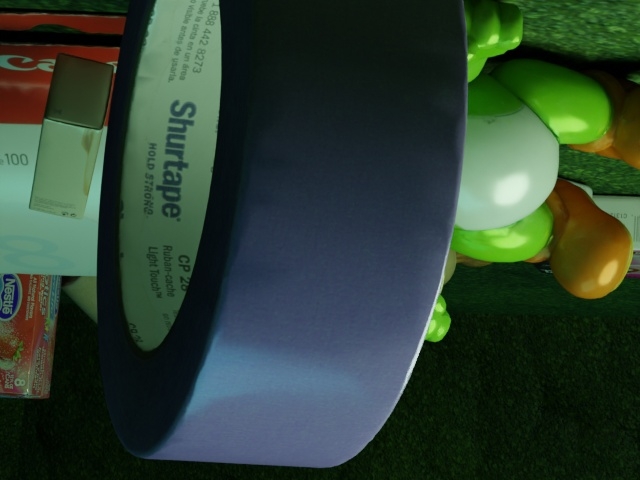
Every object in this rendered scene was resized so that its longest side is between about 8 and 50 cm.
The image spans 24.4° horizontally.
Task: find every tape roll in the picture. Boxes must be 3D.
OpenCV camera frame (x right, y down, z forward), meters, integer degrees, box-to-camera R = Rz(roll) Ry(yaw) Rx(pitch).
[{"bbox_3d":[-0.031,-0.037,0.672,0.090,0.275,0.275,6,173,-18],"label":"tape roll"}]

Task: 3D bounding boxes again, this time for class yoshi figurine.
[{"bbox_3d":[0.076,-0.054,0.924,0.362,0.203,0.203,11,155,-31],"label":"yoshi figurine"}]

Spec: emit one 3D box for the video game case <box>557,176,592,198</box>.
[{"bbox_3d":[0.055,-0.055,1.501,0.329,0.036,0.300,-1,172,45],"label":"video game case"}]

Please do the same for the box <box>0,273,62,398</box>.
[{"bbox_3d":[-0.367,0.049,1.687,0.128,0.257,0.122,4,172,3],"label":"box"}]

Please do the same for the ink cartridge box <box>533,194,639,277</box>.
[{"bbox_3d":[0.331,0.002,1.719,0.176,0.069,0.371,2,175,15],"label":"ink cartridge box"}]

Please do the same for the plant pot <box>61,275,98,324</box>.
[{"bbox_3d":[-0.178,0.054,1.827,0.274,0.256,0.256,27,162,-29],"label":"plant pot"}]

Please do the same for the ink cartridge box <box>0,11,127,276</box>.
[{"bbox_3d":[-0.166,-0.059,1.147,0.308,0.091,0.385,3,164,6],"label":"ink cartridge box"}]

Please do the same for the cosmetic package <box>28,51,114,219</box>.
[{"bbox_3d":[-0.174,-0.071,1.032,0.041,0.060,0.115,12,148,-10],"label":"cosmetic package"}]

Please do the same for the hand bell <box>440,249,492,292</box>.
[{"bbox_3d":[0.136,0.015,1.566,0.126,0.126,0.242,-1,-176,35],"label":"hand bell"}]
